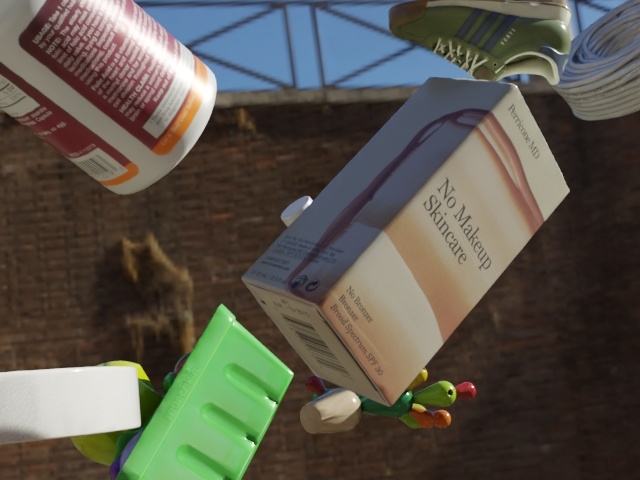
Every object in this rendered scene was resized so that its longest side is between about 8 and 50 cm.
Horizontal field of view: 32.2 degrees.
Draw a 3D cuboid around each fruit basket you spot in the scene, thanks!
[{"bbox_3d":[-0.279,0.288,1.818,0.392,0.392,0.283,-4,-31,-17],"label":"fruit basket"}]

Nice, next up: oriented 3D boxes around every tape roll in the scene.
[{"bbox_3d":[-0.387,0.185,1.191,0.392,0.072,0.392,-6,-7,-1],"label":"tape roll"}]

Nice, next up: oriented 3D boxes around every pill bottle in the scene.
[{"bbox_3d":[0.000,0.000,1.466,0.065,0.116,0.065,-33,18,12],"label":"pill bottle"},{"bbox_3d":[-0.345,-0.255,1.453,0.224,0.224,0.392,-17,-45,40],"label":"pill bottle"}]

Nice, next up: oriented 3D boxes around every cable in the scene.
[{"bbox_3d":[0.458,-0.274,1.599,0.257,0.089,0.257,-18,27,44],"label":"cable"}]

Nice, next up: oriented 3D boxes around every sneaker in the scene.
[{"bbox_3d":[0.167,-0.200,1.147,0.192,0.086,0.064,1,-10,-2],"label":"sneaker"}]

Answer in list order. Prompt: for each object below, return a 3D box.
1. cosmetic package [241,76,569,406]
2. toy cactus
[{"bbox_3d":[0.088,-0.006,1.069,0.129,0.296,0.153,14,-33,52],"label":"cosmetic package"},{"bbox_3d":[0.052,0.180,1.288,0.219,0.112,0.180,4,8,42],"label":"toy cactus"}]
